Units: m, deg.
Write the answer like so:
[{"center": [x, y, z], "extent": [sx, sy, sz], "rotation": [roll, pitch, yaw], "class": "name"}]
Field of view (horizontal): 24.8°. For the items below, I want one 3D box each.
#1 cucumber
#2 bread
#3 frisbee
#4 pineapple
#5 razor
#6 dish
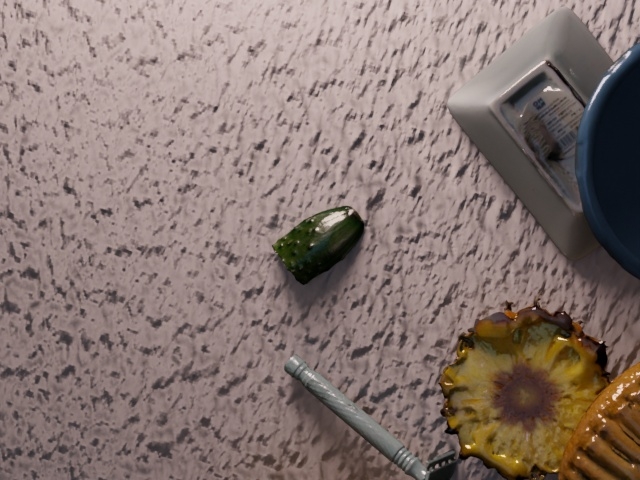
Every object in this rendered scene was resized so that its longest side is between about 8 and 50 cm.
[{"center": [0.000, 0.000, 1.722], "extent": [0.107, 0.035, 0.067], "rotation": [-37, 84, 13], "class": "cucumber"}, {"center": [0.367, 0.228, 1.557], "extent": [0.139, 0.240, 0.240], "rotation": [40, 107, 47], "class": "bread"}, {"center": [0.401, -0.086, 1.568], "extent": [0.289, 0.049, 0.290], "rotation": [-1, 94, -15], "class": "frisbee"}, {"center": [0.238, 0.173, 1.656], "extent": [0.224, 0.076, 0.225], "rotation": [1, 94, 11], "class": "pineapple"}, {"center": [0.049, 0.214, 1.710], "extent": [0.232, 0.106, 0.068], "rotation": [39, 103, 17], "class": "razor"}, {"center": [0.274, -0.117, 1.620], "extent": [0.182, 0.080, 0.243], "rotation": [-39, 84, 14], "class": "dish"}]
